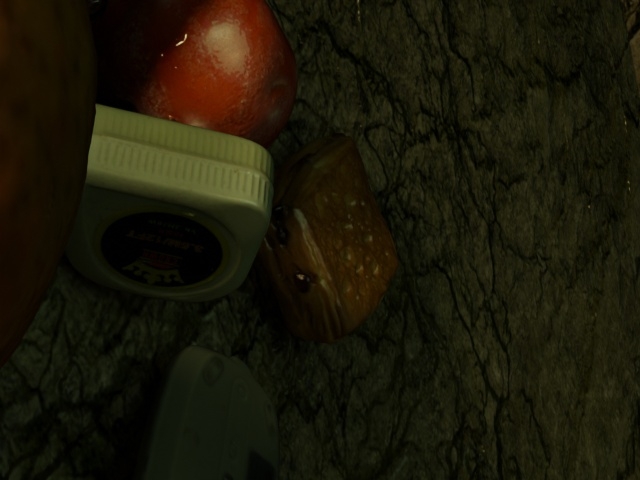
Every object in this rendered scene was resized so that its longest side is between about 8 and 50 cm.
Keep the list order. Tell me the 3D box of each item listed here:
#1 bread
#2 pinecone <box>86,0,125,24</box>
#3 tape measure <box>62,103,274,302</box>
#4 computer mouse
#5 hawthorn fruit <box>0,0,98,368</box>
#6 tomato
[{"bbox_3d":[0.000,0.000,1.649,0.210,0.099,0.235,67,29,-17],"label":"bread"},{"bbox_3d":[-0.262,-0.273,1.208,0.224,0.272,0.224,22,41,-20],"label":"pinecone"},{"bbox_3d":[-0.175,-0.037,1.330,0.235,0.207,0.115,12,54,-12],"label":"tape measure"},{"bbox_3d":[-0.123,0.261,1.374,0.197,0.095,0.331,51,32,-35],"label":"computer mouse"},{"bbox_3d":[-0.355,-0.075,0.834,0.472,0.472,0.471,25,58,-50],"label":"hawthorn fruit"},{"bbox_3d":[-0.124,-0.181,1.406,0.188,0.232,0.232,-47,128,-4],"label":"tomato"}]
